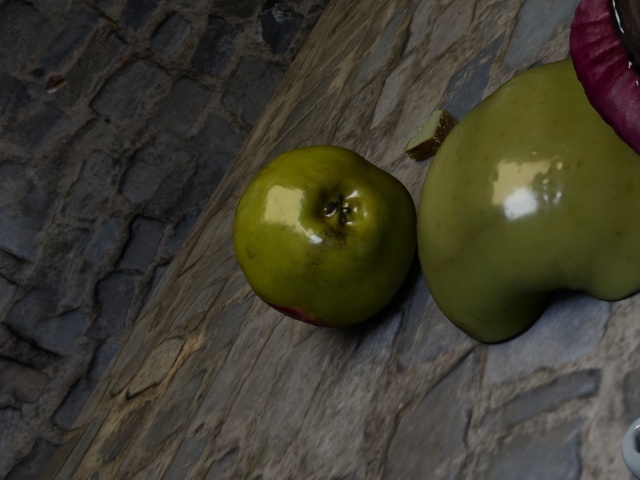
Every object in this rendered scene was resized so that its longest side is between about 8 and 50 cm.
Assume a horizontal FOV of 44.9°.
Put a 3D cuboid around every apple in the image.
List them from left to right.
[{"bbox_3d":[0.286,-0.061,0.961,0.312,0.320,0.360,83,-161,-48],"label":"apple"}]

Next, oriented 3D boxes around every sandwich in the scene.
[{"bbox_3d":[0.205,-0.195,1.441,0.105,0.035,0.093,-28,32,52],"label":"sandwich"}]

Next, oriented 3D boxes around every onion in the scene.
[{"bbox_3d":[0.332,-0.163,0.774,0.250,0.248,0.111,-23,1,-43],"label":"onion"}]

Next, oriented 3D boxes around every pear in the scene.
[{"bbox_3d":[0.000,0.000,1.236,0.287,0.287,0.375,-56,-1,-11],"label":"pear"}]

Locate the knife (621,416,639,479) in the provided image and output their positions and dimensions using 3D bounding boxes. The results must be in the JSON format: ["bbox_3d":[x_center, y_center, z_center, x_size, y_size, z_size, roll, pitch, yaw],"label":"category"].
[{"bbox_3d":[0.378,0.104,0.565,0.331,0.044,0.080,-33,20,29],"label":"knife"}]
